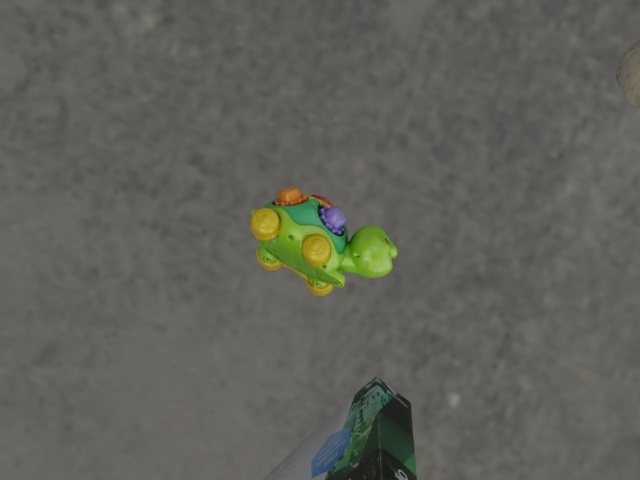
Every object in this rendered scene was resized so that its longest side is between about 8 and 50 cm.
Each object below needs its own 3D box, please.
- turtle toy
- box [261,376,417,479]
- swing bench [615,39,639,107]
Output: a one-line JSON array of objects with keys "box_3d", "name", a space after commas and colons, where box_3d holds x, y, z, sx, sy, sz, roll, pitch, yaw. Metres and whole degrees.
[{"box_3d": [0.000, 0.000, 1.656, 0.066, 0.130, 0.095, -60, 167, -18], "name": "turtle toy"}, {"box_3d": [-0.005, 0.292, 1.813, 0.058, 0.322, 0.232, 38, 110, -19], "name": "box"}, {"box_3d": [0.252, -0.060, 0.681, 0.253, 0.165, 0.254, -36, 138, -9], "name": "swing bench"}]
